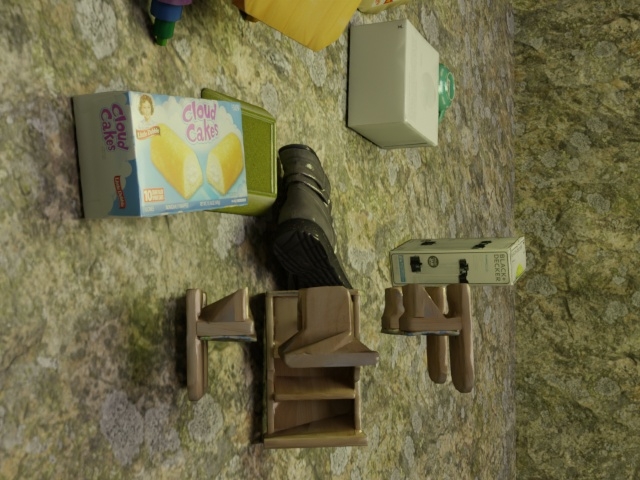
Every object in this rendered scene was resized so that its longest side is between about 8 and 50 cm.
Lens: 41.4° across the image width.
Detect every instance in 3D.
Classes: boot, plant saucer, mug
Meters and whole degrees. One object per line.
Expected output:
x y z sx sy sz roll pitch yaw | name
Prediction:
0.000 0.000 1.526 0.338 0.118 0.222 77 11 -51 | boot
-0.119 -0.136 1.348 0.188 0.045 0.188 4 85 -65 | plant saucer
0.295 -0.383 2.200 0.129 0.097 0.157 -63 142 -47 | mug

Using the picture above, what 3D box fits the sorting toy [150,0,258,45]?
-0.148 -0.365 1.275 0.365 0.127 0.126 -44 157 -55 | sorting toy

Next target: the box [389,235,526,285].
0.329 0.049 2.018 0.169 0.290 0.087 -25 111 -64 | box

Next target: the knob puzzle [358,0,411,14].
0.147 -0.560 1.836 0.030 0.213 0.213 61 21 13 | knob puzzle

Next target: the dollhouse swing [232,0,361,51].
-0.043 -0.511 1.232 0.315 0.305 0.347 52 19 19 | dollhouse swing

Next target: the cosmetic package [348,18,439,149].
0.163 -0.335 1.863 0.225 0.138 0.224 19 72 -65 | cosmetic package

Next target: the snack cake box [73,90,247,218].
-0.200 -0.112 1.118 0.264 0.089 0.152 -14 102 -65 | snack cake box

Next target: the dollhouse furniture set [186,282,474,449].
-0.001 0.197 1.242 0.394 0.362 0.256 140 -51 -83 | dollhouse furniture set
